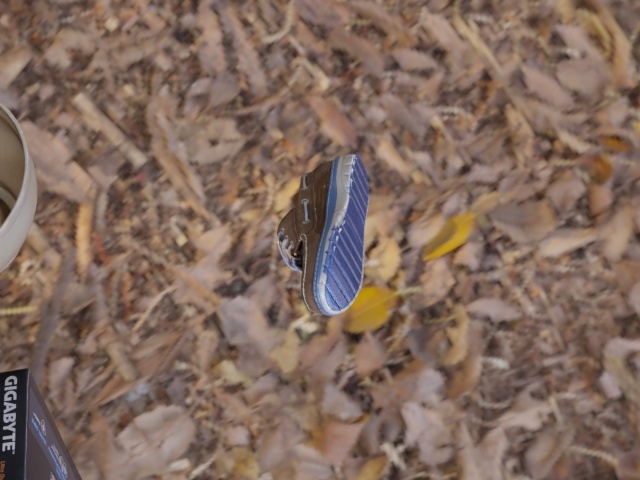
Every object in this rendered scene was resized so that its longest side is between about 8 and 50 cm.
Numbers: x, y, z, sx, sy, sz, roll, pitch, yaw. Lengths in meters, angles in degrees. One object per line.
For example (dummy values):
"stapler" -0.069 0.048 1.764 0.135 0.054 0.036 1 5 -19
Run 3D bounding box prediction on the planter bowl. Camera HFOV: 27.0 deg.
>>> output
"planter bowl" -0.292 -0.028 1.042 0.162 0.109 0.162 -2 66 4

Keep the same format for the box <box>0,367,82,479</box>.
"box" -0.310 0.337 1.422 0.073 0.295 0.293 -8 51 -1

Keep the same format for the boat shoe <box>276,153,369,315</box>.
"boat shoe" 0.000 0.000 1.166 0.183 0.066 0.066 -76 148 -49
